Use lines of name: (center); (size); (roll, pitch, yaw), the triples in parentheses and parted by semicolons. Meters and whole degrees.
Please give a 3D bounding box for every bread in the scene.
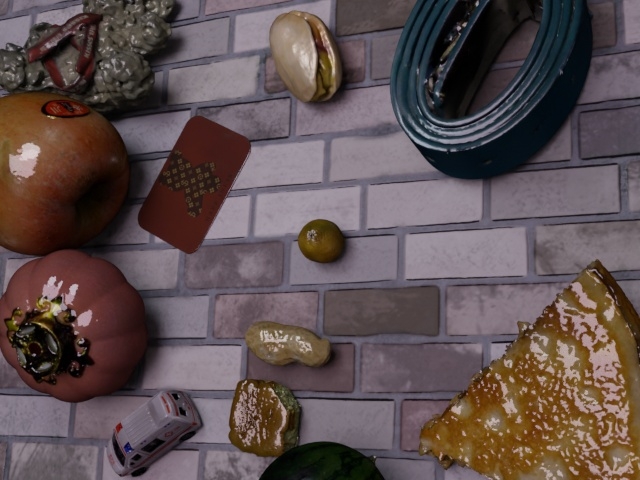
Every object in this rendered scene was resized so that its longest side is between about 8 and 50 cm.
bread: (-0.099, 0.325, 1.698); (0.128, 0.069, 0.140); (2, 79, 24)

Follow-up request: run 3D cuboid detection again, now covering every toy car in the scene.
toy car: (-0.336, 0.369, 1.773); (0.209, 0.108, 0.089); (-37, 65, 12)

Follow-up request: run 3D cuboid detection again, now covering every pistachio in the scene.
pistachio: (-0.027, -0.356, 1.820); (0.145, 0.117, 0.200); (-46, 64, 51)

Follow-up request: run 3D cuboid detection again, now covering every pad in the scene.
pad: (-0.263, -0.118, 1.923); (0.181, 0.004, 0.267); (27, 89, 27)

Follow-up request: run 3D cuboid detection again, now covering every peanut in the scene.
peanut: (-0.060, 0.194, 1.711); (0.174, 0.080, 0.080); (8, 80, 24)

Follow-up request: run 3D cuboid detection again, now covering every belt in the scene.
belt: (0.303, -0.323, 1.622); (0.300, 0.173, 0.437); (24, 87, 26)

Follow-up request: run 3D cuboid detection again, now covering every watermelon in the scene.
watermelon: (0.003, 0.450, 1.525); (0.242, 0.242, 0.242); (-6, 74, 23)

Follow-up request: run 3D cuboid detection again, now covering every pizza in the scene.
pizza: (0.344, 0.272, 1.486); (0.406, 0.130, 0.440); (-13, 80, 31)

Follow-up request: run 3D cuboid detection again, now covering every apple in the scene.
apple: (-0.560, -0.146, 1.876); (0.305, 0.338, 0.338); (33, 92, 16)

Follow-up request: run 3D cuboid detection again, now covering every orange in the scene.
orange: (0.000, 0.000, 1.721); (0.085, 0.095, 0.085); (-6, 71, 18)

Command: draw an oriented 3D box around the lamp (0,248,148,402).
lamp: (-0.489, 0.171, 1.799); (0.305, 0.239, 0.305); (4, 104, 15)

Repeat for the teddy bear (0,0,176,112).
teddy bear: (-0.476, -0.448, 1.995); (0.357, 0.224, 0.368); (4, 73, 16)
